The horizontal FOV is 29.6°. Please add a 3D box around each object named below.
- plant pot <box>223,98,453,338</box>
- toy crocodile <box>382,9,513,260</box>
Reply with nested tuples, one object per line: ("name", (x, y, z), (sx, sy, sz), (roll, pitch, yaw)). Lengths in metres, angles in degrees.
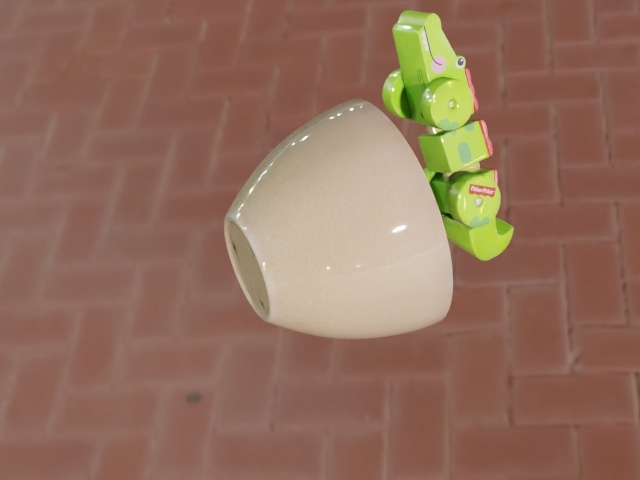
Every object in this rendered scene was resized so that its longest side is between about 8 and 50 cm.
("plant pot", (0.000, 0.000, 1.404), (0.190, 0.284, 0.284), (-22, 45, -18))
("toy crocodile", (0.167, -0.128, 1.526), (0.105, 0.341, 0.115), (-26, 20, -22))
